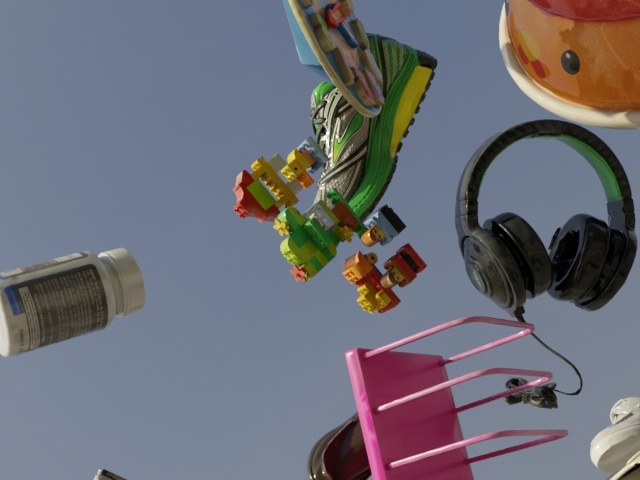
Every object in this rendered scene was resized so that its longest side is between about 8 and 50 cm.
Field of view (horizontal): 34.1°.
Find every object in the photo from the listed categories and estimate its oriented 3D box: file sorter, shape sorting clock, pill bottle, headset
[{"bbox_3d":[0.187,0.250,1.244,0.182,0.290,0.202,-25,-22,33],"label":"file sorter"},{"bbox_3d":[0.010,-0.210,0.973,0.040,0.206,0.206,-20,-36,19],"label":"shape sorting clock"},{"bbox_3d":[-0.239,0.054,0.976,0.137,0.078,0.078,-16,-42,-31],"label":"pill bottle"},{"bbox_3d":[0.302,0.034,1.447,0.244,0.394,0.185,0,-4,-12],"label":"headset"}]

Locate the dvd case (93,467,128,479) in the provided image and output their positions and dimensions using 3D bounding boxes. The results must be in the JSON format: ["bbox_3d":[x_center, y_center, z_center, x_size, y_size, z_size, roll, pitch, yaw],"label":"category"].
[{"bbox_3d":[-0.267,0.355,1.302,0.087,0.013,0.119,37,-115,-35],"label":"dvd case"}]

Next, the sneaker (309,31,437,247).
[{"bbox_3d":[0.034,-0.134,1.471,0.146,0.343,0.134,24,-15,-8],"label":"sneaker"}]

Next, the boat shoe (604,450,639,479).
[{"bbox_3d":[0.254,0.174,0.778,0.137,0.049,0.043,-44,-24,27],"label":"boat shoe"}]

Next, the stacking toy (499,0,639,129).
[{"bbox_3d":[0.280,-0.369,1.009,0.351,0.350,0.480,-36,-43,4],"label":"stacking toy"}]

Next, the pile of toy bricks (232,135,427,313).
[{"bbox_3d":[0.000,0.000,1.065,0.105,0.212,0.118,-42,4,-35],"label":"pile of toy bricks"}]

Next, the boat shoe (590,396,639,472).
[{"bbox_3d":[0.354,0.200,1.145,0.184,0.063,0.066,-15,-45,-29],"label":"boat shoe"}]

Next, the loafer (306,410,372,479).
[{"bbox_3d":[0.059,0.264,1.386,0.078,0.080,0.220,-40,1,39],"label":"loafer"}]
